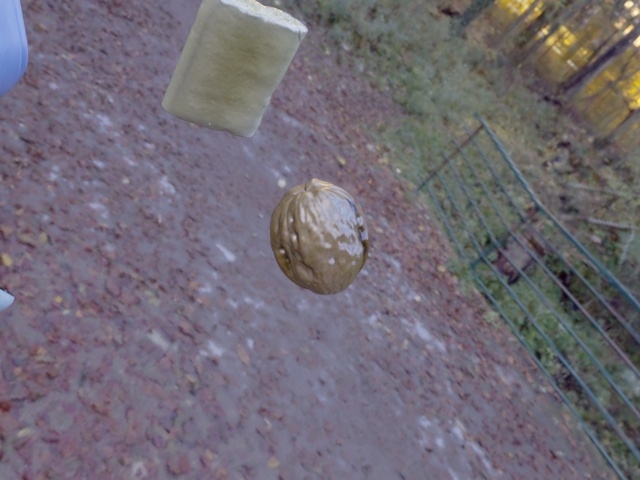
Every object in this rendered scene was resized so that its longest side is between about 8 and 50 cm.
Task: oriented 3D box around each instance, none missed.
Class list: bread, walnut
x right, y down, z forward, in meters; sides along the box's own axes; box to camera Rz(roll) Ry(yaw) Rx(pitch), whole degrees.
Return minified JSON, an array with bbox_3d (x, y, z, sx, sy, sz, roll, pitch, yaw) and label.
[{"bbox_3d":[-0.115,-0.226,0.879,0.139,0.178,0.060,16,37,-26],"label":"bread"},{"bbox_3d":[0.000,0.000,1.070,0.155,0.155,0.184,-65,139,-64],"label":"walnut"}]

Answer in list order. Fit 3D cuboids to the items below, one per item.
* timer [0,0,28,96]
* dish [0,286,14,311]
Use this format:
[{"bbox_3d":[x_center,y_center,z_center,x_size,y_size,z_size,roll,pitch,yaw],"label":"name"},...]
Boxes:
[{"bbox_3d":[-0.557,-0.348,0.824,0.395,0.395,0.173,46,38,5],"label":"timer"},{"bbox_3d":[-0.434,0.041,0.619,0.243,0.181,0.080,57,36,-61],"label":"dish"}]
